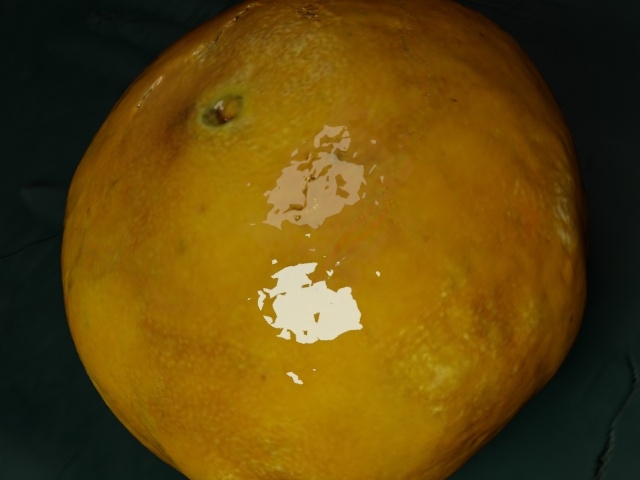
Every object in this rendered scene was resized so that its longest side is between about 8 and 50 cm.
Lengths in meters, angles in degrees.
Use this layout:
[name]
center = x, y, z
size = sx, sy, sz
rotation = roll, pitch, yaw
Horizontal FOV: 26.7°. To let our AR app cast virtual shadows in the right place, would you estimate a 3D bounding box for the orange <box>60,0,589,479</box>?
[orange]
center = 0.000, 0.000, 0.701
size = 0.283, 0.226, 0.284
rotation = -18, 50, 22
